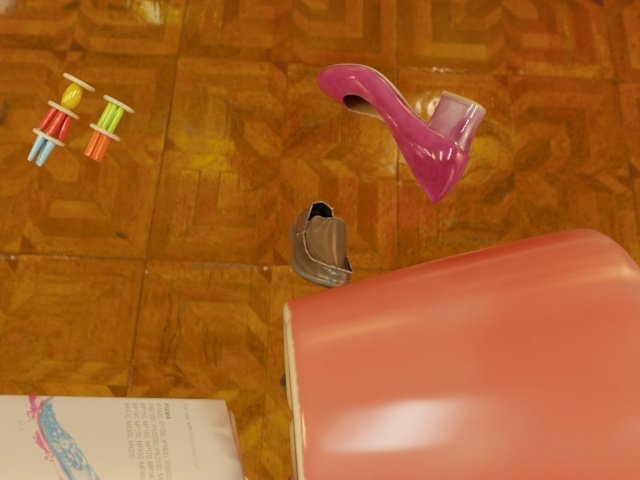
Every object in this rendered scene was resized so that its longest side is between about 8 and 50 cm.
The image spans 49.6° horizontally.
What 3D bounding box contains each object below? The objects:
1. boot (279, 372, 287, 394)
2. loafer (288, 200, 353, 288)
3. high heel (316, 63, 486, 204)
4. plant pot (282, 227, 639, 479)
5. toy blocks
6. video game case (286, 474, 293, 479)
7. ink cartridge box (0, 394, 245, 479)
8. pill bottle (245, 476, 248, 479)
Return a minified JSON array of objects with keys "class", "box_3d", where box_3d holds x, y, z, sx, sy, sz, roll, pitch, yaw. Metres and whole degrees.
[{"class":"boot","box_3d":[0.098,0.204,0.956,0.305,0.112,0.115,-7,103,-9]},{"class":"loafer","box_3d":[0.000,0.000,1.689,0.133,0.130,0.366,18,20,-22]},{"class":"high heel","box_3d":[0.070,-0.130,0.814,0.244,0.082,0.117,26,89,32]},{"class":"plant pot","box_3d":[0.098,0.135,0.534,0.243,0.275,0.275,-4,66,-5]},{"class":"toy blocks","box_3d":[-0.383,-0.170,1.094,0.123,0.054,0.148,28,90,-9]},{"class":"video game case","box_3d":[0.059,0.358,0.864,0.232,0.210,0.042,28,46,-4]},{"class":"ink cartridge box","box_3d":[-0.231,0.245,0.550,0.306,0.226,0.131,7,27,-21]},{"class":"pill bottle","box_3d":[-0.266,0.612,1.447,0.160,0.160,0.283,26,41,10]}]
